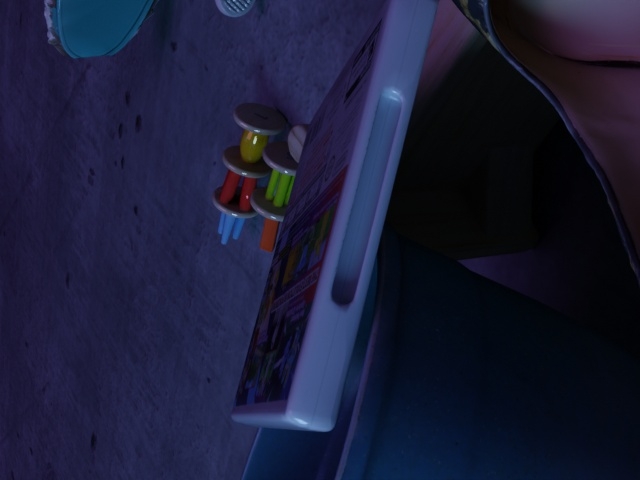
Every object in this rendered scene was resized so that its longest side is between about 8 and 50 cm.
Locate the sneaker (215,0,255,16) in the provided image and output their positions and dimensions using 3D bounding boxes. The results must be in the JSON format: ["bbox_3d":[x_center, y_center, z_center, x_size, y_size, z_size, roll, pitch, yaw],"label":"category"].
[{"bbox_3d":[-0.094,-0.284,0.975,0.070,0.051,0.134,-2,90,61],"label":"sneaker"}]

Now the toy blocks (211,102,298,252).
[{"bbox_3d":[-0.061,-0.040,0.952,0.123,0.054,0.148,54,138,41],"label":"toy blocks"}]

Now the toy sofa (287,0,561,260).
[{"bbox_3d":[0.113,-0.157,0.555,0.177,0.150,0.362,64,144,28],"label":"toy sofa"}]

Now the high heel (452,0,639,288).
[{"bbox_3d":[0.091,-0.062,0.348,0.261,0.186,0.093,35,137,20],"label":"high heel"}]

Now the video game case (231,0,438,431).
[{"bbox_3d":[0.000,0.000,0.475,0.201,0.023,0.184,139,146,-75],"label":"video game case"}]

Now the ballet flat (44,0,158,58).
[{"bbox_3d":[-0.220,-0.406,1.094,0.147,0.147,0.409,50,126,43],"label":"ballet flat"}]

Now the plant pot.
[{"bbox_3d":[0.096,0.157,0.484,0.271,0.255,0.272,-161,90,-84],"label":"plant pot"}]
